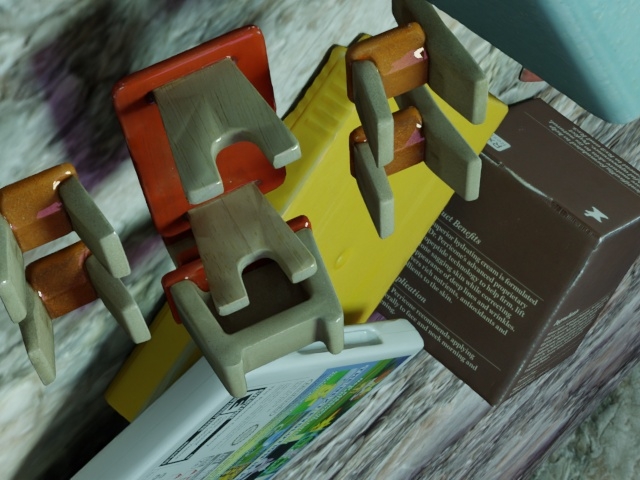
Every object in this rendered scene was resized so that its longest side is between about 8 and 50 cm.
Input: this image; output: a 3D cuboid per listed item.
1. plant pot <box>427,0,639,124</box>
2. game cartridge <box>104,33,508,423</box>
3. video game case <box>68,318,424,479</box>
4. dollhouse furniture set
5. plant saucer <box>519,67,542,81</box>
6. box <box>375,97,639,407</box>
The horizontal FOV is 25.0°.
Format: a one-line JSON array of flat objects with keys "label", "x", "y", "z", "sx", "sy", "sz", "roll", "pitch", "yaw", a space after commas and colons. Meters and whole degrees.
[{"label": "plant pot", "x": 0.082, "y": -0.245, "z": 0.608, "sx": 0.248, "sy": 0.247, "sz": 0.252, "roll": -52, "pitch": 148, "yaw": 4}, {"label": "game cartridge", "x": 0.000, "y": 0.000, "z": 1.119, "sx": 0.323, "sy": 0.053, "sz": 0.285, "roll": -57, "pitch": 158, "yaw": 11}, {"label": "video game case", "x": -0.100, "y": 0.177, "z": 1.118, "sx": 0.329, "sy": 0.036, "sz": 0.300, "roll": -43, "pitch": 162, "yaw": 20}, {"label": "dollhouse furniture set", "x": -0.057, "y": -0.027, "z": 0.816, "sx": 0.262, "sy": 0.135, "sz": 0.259, "roll": -24, "pitch": 152, "yaw": -10}, {"label": "plant saucer", "x": 0.302, "y": -0.270, "z": 1.272, "sx": 0.259, "sy": 0.048, "sz": 0.258, "roll": -33, "pitch": 154, "yaw": -36}, {"label": "box", "x": 0.179, "y": 0.008, "z": 1.317, "sx": 0.167, "sy": 0.168, "sz": 0.203, "roll": -22, "pitch": 146, "yaw": -52}]
